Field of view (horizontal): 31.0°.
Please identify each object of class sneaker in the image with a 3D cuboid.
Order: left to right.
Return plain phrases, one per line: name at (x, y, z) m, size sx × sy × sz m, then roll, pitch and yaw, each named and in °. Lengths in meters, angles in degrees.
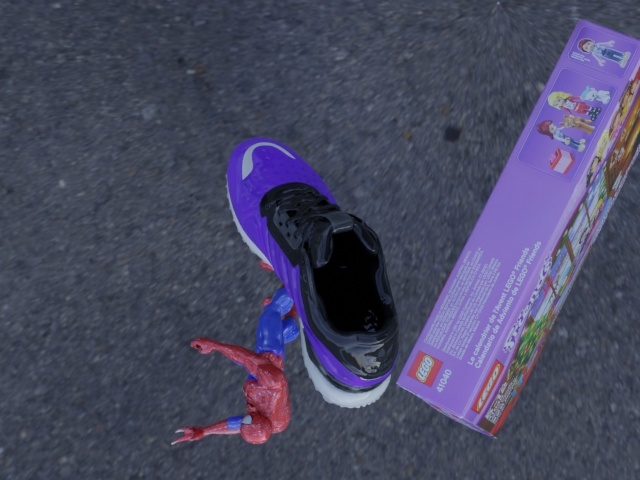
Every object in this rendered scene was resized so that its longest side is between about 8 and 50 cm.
sneaker at (0.001, 0.000, 1.089) m, size 0.102 × 0.146 × 0.293 m, roll -20°, pitch 66°, yaw -18°

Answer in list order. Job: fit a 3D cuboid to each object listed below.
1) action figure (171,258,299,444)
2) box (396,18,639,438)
action figure at (-0.091, 0.126, 1.263) m, size 0.139 × 0.280 × 0.092 m, roll -4°, pitch 121°, yaw 2°
box at (0.165, 0.004, 0.884) m, size 0.057 × 0.201 × 0.293 m, roll 26°, pitch 85°, yaw 20°
